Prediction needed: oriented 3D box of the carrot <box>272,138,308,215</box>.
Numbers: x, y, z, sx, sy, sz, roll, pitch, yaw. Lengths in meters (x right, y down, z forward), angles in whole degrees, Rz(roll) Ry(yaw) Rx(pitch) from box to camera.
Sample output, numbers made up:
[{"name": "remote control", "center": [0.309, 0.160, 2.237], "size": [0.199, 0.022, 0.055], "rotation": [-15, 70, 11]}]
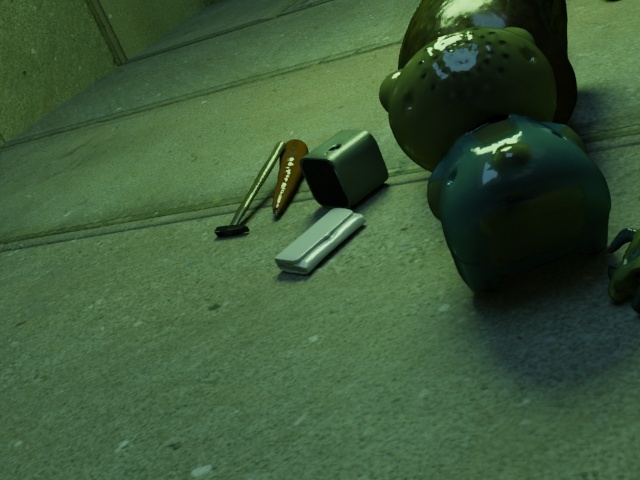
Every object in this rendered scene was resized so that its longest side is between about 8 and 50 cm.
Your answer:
[{"name": "carrot", "center": [-0.050, -0.097, 1.322], "size": [0.048, 0.048, 0.216], "rotation": [-16, 30, 17]}]

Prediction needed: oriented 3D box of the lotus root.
[{"name": "lotus root", "center": [0.220, -0.232, 1.128], "size": [0.250, 0.251, 0.346], "rotation": [-14, 28, 19]}]

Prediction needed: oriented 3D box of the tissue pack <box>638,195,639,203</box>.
[{"name": "tissue pack", "center": [0.370, -0.055, 0.810], "size": [0.111, 0.079, 0.085], "rotation": [-3, 31, 39]}]

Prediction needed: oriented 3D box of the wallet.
[{"name": "wallet", "center": [0.000, 0.000, 1.095], "size": [0.061, 0.025, 0.122], "rotation": [12, 41, 42]}]

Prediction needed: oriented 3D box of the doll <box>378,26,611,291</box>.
[{"name": "doll", "center": [0.171, -0.101, 0.870], "size": [0.177, 0.161, 0.261], "rotation": [-21, 56, 8]}]

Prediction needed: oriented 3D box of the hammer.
[{"name": "hammer", "center": [-0.095, -0.082, 1.304], "size": [0.062, 0.013, 0.199], "rotation": [-4, 45, 36]}]

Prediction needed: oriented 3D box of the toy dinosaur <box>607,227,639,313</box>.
[{"name": "toy dinosaur", "center": [0.352, -0.039, 0.714], "size": [0.259, 0.094, 0.153], "rotation": [-56, 30, 3]}]

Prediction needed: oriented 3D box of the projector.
[{"name": "projector", "center": [0.033, -0.100, 1.195], "size": [0.082, 0.083, 0.083], "rotation": [-38, 27, -29]}]
